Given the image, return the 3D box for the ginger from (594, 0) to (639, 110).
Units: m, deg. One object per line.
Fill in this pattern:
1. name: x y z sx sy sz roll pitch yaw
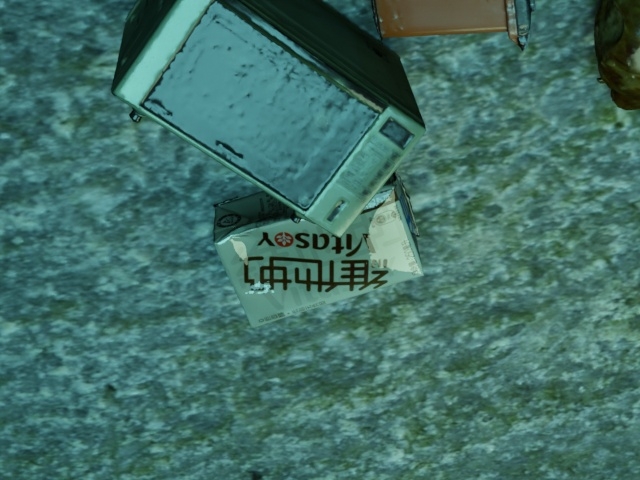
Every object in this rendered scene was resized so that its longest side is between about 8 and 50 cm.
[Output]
1. ginger: 0.558 -0.345 1.831 0.274 0.152 0.357 18 122 -38

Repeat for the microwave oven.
1. microwave oven: -0.084 -0.229 1.742 0.394 0.333 0.247 32 111 -21

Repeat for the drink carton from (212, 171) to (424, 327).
1. drink carton: 0.001 0.000 2.015 0.324 0.132 0.194 -17 121 8

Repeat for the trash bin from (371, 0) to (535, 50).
1. trash bin: 0.198 -0.374 1.783 0.238 0.161 0.185 -8 123 10
